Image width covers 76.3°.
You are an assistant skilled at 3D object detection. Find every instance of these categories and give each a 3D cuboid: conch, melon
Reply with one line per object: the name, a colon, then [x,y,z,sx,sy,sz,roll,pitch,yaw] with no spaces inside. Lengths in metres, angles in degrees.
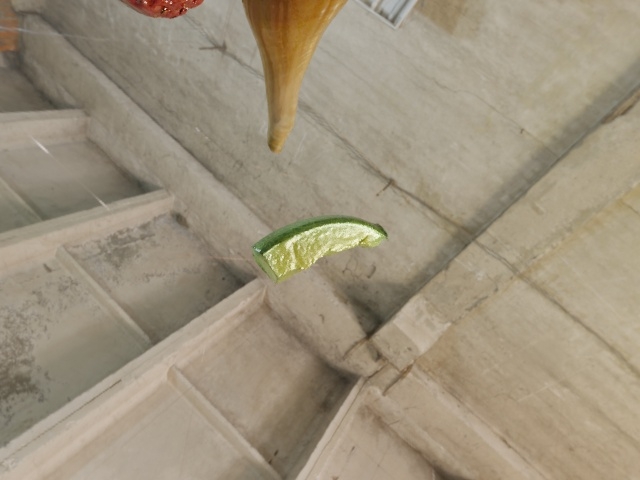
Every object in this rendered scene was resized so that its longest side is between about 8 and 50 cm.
conch: [-0.028,-0.208,0.362,0.109,0.330,0.093,24,-136,1]
melon: [0.000,0.000,0.986,0.323,0.196,0.124,-21,-91,-12]

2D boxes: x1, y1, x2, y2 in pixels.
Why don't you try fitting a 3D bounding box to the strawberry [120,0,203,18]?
strawberry: [-0.287,-0.481,0.712,0.234,0.178,0.234,28,-179,0]
